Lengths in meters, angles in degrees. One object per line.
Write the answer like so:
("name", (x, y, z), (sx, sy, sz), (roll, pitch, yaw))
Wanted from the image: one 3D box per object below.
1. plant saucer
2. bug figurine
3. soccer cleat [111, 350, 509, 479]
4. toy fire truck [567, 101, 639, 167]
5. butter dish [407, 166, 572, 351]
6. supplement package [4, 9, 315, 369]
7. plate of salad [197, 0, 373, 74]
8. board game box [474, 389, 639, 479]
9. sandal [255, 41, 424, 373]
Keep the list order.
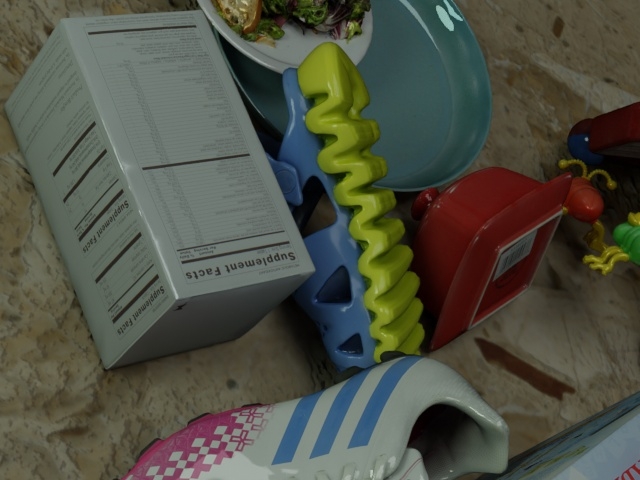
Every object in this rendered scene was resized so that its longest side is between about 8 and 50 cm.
("plant saucer", (0.027, -0.179, 1.384), (0.317, 0.043, 0.318), (16, 55, -25))
("bug figurine", (0.350, 0.011, 1.395), (0.279, 0.072, 0.216), (22, 14, -10))
("soccer cleat", (-0.008, 0.177, 1.038), (0.331, 0.116, 0.143), (-23, 33, -27))
("toy fire truck", (0.391, -0.098, 1.442), (0.253, 0.302, 0.169), (8, 90, -5))
("butter dish", (0.133, -0.005, 1.303), (0.118, 0.160, 0.160), (39, 44, 24))
("supplement package", (-0.132, -0.043, 1.132), (0.139, 0.134, 0.244), (-10, 69, -38))
("plate of salad", (-0.031, -0.239, 1.321), (0.199, 0.048, 0.200), (17, 55, -25))
("board game box", (0.138, 0.211, 1.042), (0.318, 0.318, 0.066), (-25, 80, -40))
("sandal", (0.000, 0.000, 1.217), (0.126, 0.138, 0.318), (0, 75, -74))
